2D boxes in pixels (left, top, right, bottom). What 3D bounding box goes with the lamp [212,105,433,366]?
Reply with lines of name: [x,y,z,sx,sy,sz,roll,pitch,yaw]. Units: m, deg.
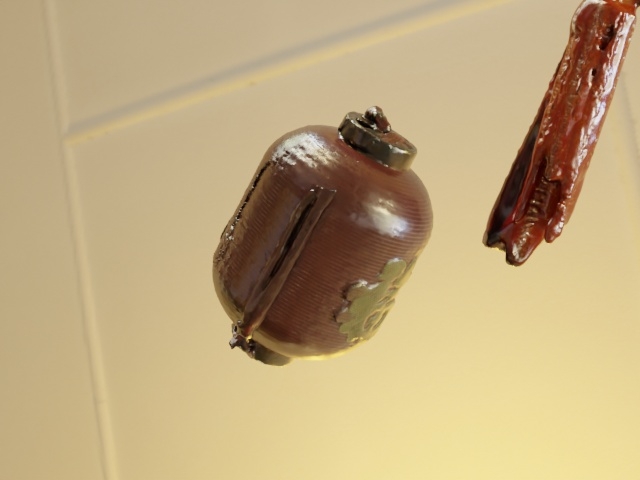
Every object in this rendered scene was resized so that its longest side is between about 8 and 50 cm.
lamp: [0.000,0.000,0.948,0.180,0.180,0.258,39,-68,26]

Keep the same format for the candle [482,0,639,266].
candle: [0.216,-0.118,0.890,0.084,0.059,0.301,32,-72,49]
